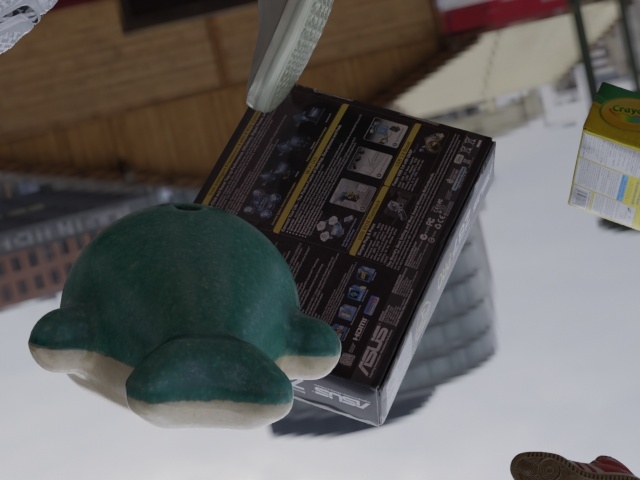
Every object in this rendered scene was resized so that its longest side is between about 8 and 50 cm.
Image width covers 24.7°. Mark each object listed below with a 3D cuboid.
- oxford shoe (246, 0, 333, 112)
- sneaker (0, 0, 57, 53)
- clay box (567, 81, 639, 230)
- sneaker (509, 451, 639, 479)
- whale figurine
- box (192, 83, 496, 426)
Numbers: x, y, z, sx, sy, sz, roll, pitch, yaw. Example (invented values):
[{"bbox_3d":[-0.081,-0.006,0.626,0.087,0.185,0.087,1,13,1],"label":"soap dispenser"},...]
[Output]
[{"bbox_3d":[-0.026,-0.375,1.750,0.130,0.449,0.169,17,-175,2],"label":"oxford shoe"},{"bbox_3d":[-0.283,-0.319,1.234,0.366,0.210,0.137,-51,168,-7],"label":"sneaker"},{"bbox_3d":[0.311,-0.038,1.140,0.222,0.053,0.127,20,157,13],"label":"clay box"},{"bbox_3d":[0.219,0.204,1.256,0.118,0.042,0.067,14,-177,3],"label":"sneaker"},{"bbox_3d":[-0.089,0.051,1.001,0.216,0.141,0.272,3,-173,-11],"label":"whale figurine"},{"bbox_3d":[0.000,0.000,1.767,0.318,0.097,0.395,17,-123,15],"label":"box"}]
